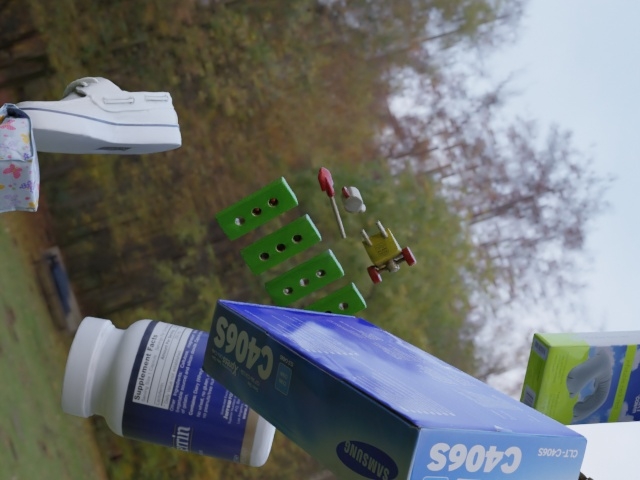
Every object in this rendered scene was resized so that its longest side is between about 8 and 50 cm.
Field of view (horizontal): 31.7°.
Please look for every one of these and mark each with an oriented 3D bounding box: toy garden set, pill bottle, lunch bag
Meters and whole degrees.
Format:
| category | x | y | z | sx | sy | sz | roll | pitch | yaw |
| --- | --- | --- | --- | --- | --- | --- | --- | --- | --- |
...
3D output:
| category | x | y | z | sx | sy | sz | roll | pitch | yaw |
| --- | --- | --- | --- | --- | --- | --- | --- | --- | --- |
| toy garden set | 0.000 | 0.000 | 1.597 | 0.244 | 0.204 | 0.049 | 57 | 9 | -29 |
| pill bottle | -0.181 | 0.184 | 1.422 | 0.153 | 0.265 | 0.153 | 13 | 90 | -88 |
| lunch bag | -0.293 | -0.077 | 1.064 | 0.071 | 0.053 | 0.083 | 101 | -18 | -45 |

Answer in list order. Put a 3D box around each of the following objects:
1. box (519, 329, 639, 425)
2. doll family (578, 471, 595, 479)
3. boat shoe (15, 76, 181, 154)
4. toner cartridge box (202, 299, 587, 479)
| category | x | y | z | sx | sy | sz | roll | pitch | yaw |
| --- | --- | --- | --- | --- | --- | --- | --- | --- | --- |
| box | 0.323 | 0.160 | 1.314 | 0.042 | 0.178 | 0.109 | -132 | -134 | -60 |
| doll family | 0.372 | 0.396 | 1.481 | 0.193 | 0.111 | 0.076 | 29 | -19 | 48 |
| boat shoe | -0.274 | -0.156 | 1.369 | 0.096 | 0.268 | 0.088 | -12 | -96 | 40 |
| toner cartridge box | 0.045 | 0.136 | 0.963 | 0.348 | 0.165 | 0.075 | 24 | -76 | 59 |
